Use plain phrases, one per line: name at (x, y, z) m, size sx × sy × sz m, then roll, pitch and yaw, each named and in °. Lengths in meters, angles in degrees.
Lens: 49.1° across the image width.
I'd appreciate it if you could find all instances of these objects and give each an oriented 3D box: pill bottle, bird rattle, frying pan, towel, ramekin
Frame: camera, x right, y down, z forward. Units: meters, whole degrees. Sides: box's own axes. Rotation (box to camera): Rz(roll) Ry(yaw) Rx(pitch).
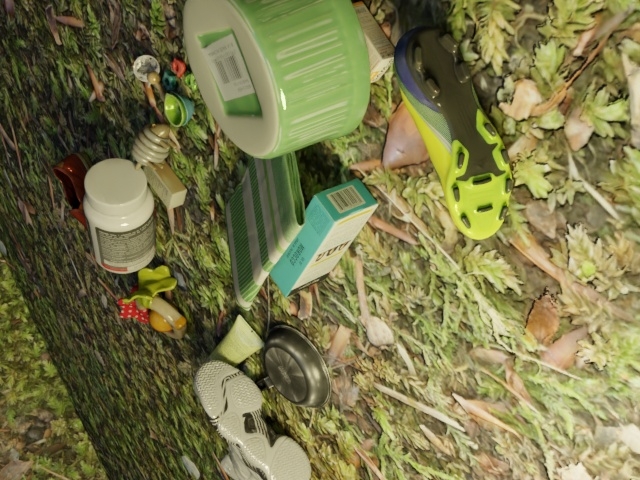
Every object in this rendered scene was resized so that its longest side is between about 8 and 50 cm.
pill bottle at (-0.477, -0.056, 1.674) m, size 0.161 × 0.161 × 0.283 m, roll 49°, pitch 151°, yaw 20°
bird rattle at (-0.444, 0.191, 1.856) m, size 0.207 × 0.143 × 0.253 m, roll 41°, pitch 144°, yaw 3°
frying pan at (-0.099, 0.276, 1.538) m, size 0.326 × 0.053 × 0.197 m, roll -3°, pitch 109°, yaw 48°
towel at (-0.106, -0.043, 1.274) m, size 0.325 × 0.038 × 0.247 m, roll 127°, pitch 141°, yaw -50°
ramekin at (-0.077, -0.269, 1.043) m, size 0.303 × 0.148 × 0.303 m, roll 43°, pitch 149°, yaw 34°

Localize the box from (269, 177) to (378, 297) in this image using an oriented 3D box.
box at (0.000, 0.000, 1.198) m, size 0.060 × 0.101 × 0.244 m, roll 54°, pitch 143°, yaw 17°

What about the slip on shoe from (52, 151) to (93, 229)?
slip on shoe at (-0.650, -0.080, 1.963) m, size 0.123 × 0.101 × 0.331 m, roll -8°, pitch 106°, yaw 51°

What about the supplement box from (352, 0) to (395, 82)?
supplement box at (0.060, -0.282, 1.004) m, size 0.098 × 0.036 × 0.062 m, roll 58°, pitch 145°, yaw 8°

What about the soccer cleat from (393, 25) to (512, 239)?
soccer cleat at (0.174, -0.142, 0.928) m, size 0.121 × 0.094 × 0.289 m, roll -134°, pitch 22°, yaw -76°

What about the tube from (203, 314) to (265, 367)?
tube at (-0.207, 0.260, 1.657) m, size 0.240 × 0.070 × 0.062 m, roll -47°, pitch 35°, yaw 47°

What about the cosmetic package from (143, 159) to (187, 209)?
cosmetic package at (-0.358, -0.135, 1.614) m, size 0.115 × 0.041 × 0.060 m, roll 52°, pitch 143°, yaw 17°

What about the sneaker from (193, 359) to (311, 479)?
sneaker at (-0.194, 0.453, 1.655) m, size 0.365 × 0.137 × 0.210 m, roll 51°, pitch 143°, yaw -2°

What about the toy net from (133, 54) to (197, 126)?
toy net at (-0.334, -0.336, 1.458) m, size 0.232 × 0.045 × 0.122 m, roll 40°, pitch 138°, yaw 30°

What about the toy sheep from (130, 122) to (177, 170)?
toy sheep at (-0.375, -0.206, 1.552) m, size 0.091 × 0.091 × 0.132 m, roll 47°, pitch 109°, yaw 23°
